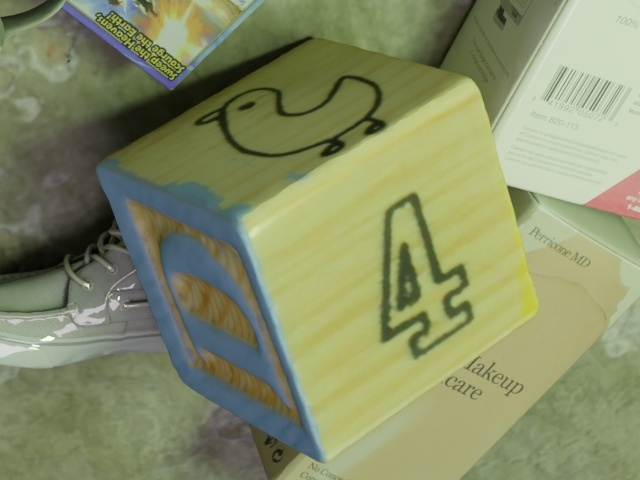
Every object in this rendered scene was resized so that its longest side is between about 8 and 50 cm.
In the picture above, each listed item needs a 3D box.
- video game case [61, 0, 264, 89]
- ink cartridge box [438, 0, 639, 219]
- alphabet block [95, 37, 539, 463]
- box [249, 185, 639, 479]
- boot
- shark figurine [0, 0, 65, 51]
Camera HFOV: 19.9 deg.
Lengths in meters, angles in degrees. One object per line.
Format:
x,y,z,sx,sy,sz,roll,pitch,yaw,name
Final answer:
-0.107,-0.258,1.138,0.244,0.061,0.269,-42,127,15,video game case
0.236,-0.164,1.284,0.207,0.117,0.283,14,121,-26,ink cartridge box
0.000,0.000,1.232,0.197,0.192,0.193,-33,122,-25,alphabet block
0.094,0.074,1.419,0.148,0.121,0.311,27,115,-32,box
-0.153,0.017,1.327,0.258,0.095,0.123,-3,121,-27,boot
-0.279,-0.144,1.131,0.278,0.166,0.116,-5,120,42,shark figurine
